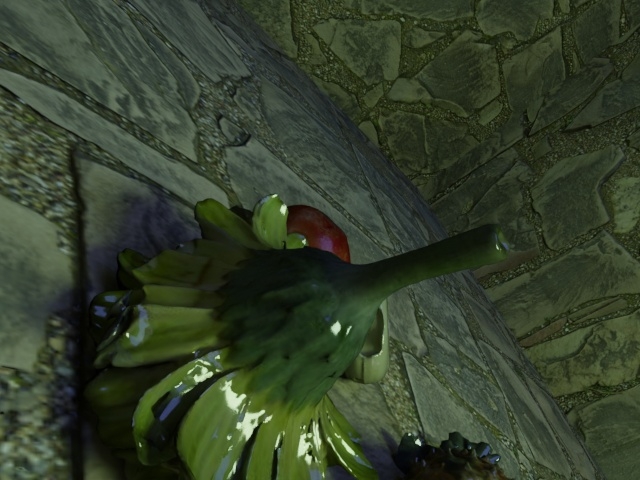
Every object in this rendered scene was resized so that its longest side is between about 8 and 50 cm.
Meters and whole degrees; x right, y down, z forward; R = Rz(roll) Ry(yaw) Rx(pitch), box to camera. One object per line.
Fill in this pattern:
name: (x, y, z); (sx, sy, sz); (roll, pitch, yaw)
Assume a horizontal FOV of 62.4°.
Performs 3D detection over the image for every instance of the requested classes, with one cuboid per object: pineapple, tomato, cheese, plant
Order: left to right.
plant: (-0.042, 0.069, 0.409); (0.261, 0.297, 0.306); (-2, 66, -28)
tomato: (0.000, 0.000, 0.806); (0.155, 0.069, 0.155); (44, 8, -7)
cheese: (0.065, 0.127, 0.738); (0.227, 0.064, 0.137); (59, 33, -76)
pineapple: (0.159, 0.290, 0.609); (0.170, 0.141, 0.310); (32, 2, 20)
